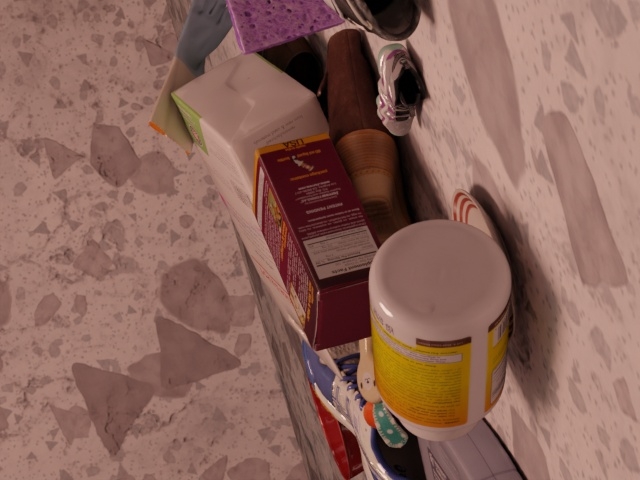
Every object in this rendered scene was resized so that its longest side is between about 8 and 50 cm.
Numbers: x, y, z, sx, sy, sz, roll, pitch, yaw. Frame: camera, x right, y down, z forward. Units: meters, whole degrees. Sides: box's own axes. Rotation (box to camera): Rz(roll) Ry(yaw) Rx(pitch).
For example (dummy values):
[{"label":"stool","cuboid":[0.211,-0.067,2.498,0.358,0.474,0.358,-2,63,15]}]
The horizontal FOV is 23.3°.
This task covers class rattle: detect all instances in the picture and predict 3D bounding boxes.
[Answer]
[{"label":"rattle","cuboid":[0.043,0.150,1.743,0.130,0.143,0.199,42,128,29]}]

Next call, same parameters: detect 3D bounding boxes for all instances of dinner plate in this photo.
[{"label":"dinner plate","cuboid":[0.148,0.020,1.367,0.141,0.017,0.141,164,90,-82]}]

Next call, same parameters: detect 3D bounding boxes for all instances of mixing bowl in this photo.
[{"label":"mixing bowl","cuboid":[0.053,0.222,2.082,0.181,0.098,0.181,163,90,-82]}]

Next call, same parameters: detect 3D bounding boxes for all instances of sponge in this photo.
[{"label":"sponge","cuboid":[-0.059,-0.316,1.674,0.031,0.117,0.210,-165,58,-82]}]

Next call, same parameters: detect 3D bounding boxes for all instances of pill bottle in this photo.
[{"label":"pill bottle","cuboid":[0.103,0.086,1.337,0.215,0.117,0.117,85,166,-54]}]

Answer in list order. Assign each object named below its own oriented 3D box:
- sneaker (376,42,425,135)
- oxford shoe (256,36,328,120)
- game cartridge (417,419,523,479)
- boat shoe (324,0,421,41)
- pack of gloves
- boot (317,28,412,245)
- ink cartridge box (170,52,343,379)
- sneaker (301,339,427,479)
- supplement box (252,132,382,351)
[{"label":"sneaker","cuboid":[0.077,-0.128,1.450,0.069,0.038,0.098,-117,13,-52]},{"label":"oxford shoe","cuboid":[-0.027,-0.152,1.929,0.096,0.083,0.227,51,159,51]},{"label":"game cartridge","cuboid":[0.168,0.281,1.621,0.294,0.060,0.196,-126,17,-66]},{"label":"boat shoe","cuboid":[0.016,-0.299,1.272,0.105,0.113,0.306,51,160,52]},{"label":"pack of gloves","cuboid":[-0.132,-0.197,1.932,0.195,0.046,0.232,42,-122,-47]},{"label":"boot","cuboid":[0.049,-0.083,1.671,0.248,0.090,0.206,86,177,-63]},{"label":"ink cartridge box","cuboid":[-0.028,-0.030,1.844,0.207,0.119,0.353,43,160,57]},{"label":"sneaker","cuboid":[0.076,0.203,1.929,0.296,0.112,0.131,59,162,20]},{"label":"supplement box","cuboid":[0.000,0.000,1.538,0.104,0.081,0.188,95,156,-53]}]
